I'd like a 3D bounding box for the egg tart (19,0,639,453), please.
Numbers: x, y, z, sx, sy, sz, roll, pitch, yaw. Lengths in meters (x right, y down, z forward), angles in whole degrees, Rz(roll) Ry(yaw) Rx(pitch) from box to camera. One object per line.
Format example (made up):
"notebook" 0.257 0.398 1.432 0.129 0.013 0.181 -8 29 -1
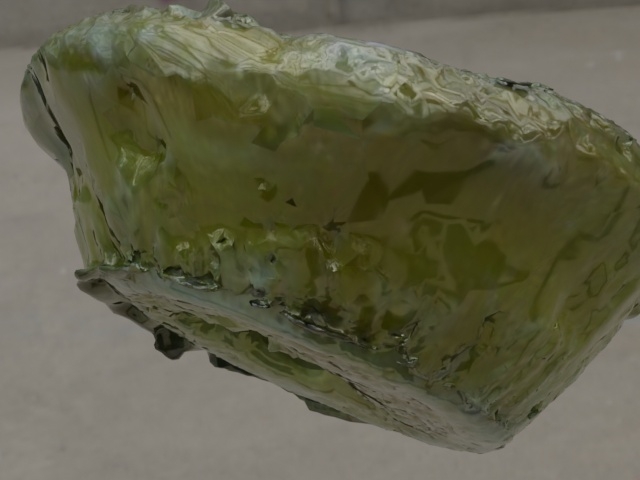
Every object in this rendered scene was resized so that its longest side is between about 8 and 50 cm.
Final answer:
"egg tart" 0.000 0.000 0.402 0.197 0.078 0.197 18 -13 4
